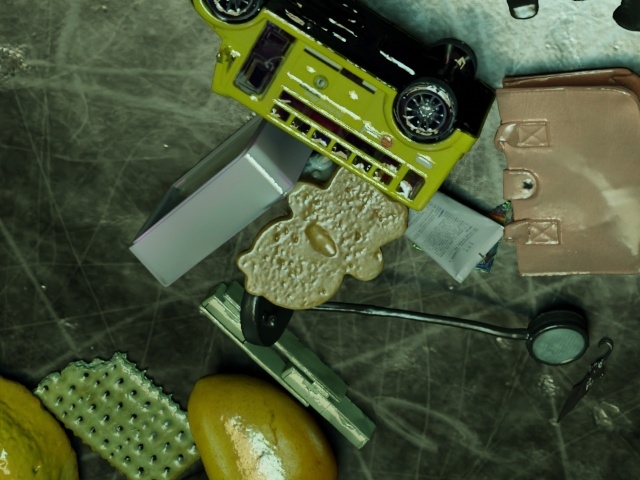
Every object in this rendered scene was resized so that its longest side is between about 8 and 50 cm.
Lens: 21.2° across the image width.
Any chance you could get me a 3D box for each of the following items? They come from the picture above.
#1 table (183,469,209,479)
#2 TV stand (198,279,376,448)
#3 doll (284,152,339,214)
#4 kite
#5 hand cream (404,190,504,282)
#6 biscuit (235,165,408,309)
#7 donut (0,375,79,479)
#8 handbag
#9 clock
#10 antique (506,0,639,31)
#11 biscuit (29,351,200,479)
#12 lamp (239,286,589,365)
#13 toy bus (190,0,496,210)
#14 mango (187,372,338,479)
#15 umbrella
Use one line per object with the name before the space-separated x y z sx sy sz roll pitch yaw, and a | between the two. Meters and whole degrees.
table | -0.141 0.484 2.063 0.249 0.317 0.317 34 121 -18
TV stand | -0.032 0.141 1.947 0.249 0.036 0.042 43 117 -7
doll | -0.009 -0.059 1.827 0.084 0.073 0.127 37 128 31
kite | 0.161 -0.003 1.838 0.122 0.004 0.090 -31 103 27
hand cream | 0.117 -0.023 1.818 0.142 0.053 0.084 34 120 -10
biscuit | 0.006 0.001 1.786 0.133 0.027 0.184 34 103 -13
donut | -0.446 0.298 2.100 0.303 0.110 0.303 8 119 14
handbag | 0.260 -0.065 1.747 0.157 0.059 0.212 -2 115 17
clock | -0.101 -0.053 1.807 0.197 0.150 0.063 -37 104 28
antique | 0.305 -0.335 1.538 0.322 0.185 0.255 -7 120 19
biscuit | -0.235 0.213 2.054 0.203 0.016 0.144 44 120 -8
lamp | 0.102 0.062 1.859 0.371 0.108 0.130 -3 135 6
toy bus | 0.005 -0.176 1.718 0.331 0.145 0.151 32 121 -1
mango | -0.069 0.242 1.960 0.145 0.112 0.219 -35 98 5
umbrella | 0.291 0.159 1.874 0.022 0.013 0.122 32 121 13
